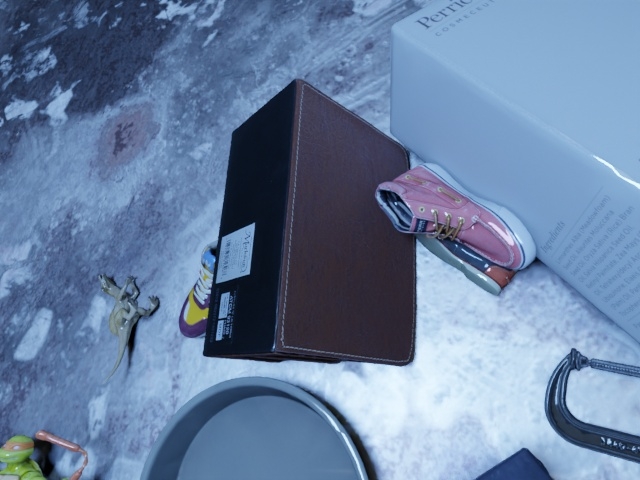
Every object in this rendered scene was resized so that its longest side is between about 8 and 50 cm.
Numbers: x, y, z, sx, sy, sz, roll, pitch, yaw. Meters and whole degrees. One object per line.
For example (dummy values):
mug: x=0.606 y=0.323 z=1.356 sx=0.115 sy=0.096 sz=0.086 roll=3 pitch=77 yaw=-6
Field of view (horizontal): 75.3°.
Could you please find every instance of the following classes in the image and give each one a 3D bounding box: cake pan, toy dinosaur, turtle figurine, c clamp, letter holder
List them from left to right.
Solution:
turtle figurine: x=-0.428 y=0.361 z=0.559 sx=0.270 sy=0.087 sz=0.217 roll=-2 pitch=77 yaw=9
toy dinosaur: x=-0.297 y=0.118 z=0.634 sx=0.093 sy=0.053 sz=0.183 roll=-39 pitch=54 yaw=19
cake pan: x=-0.076 y=0.309 z=0.474 sx=0.294 sy=0.054 sz=0.292 roll=-6 pitch=69 yaw=17
letter holder: x=0.000 y=0.000 z=0.527 sx=0.152 sy=0.215 sz=0.301 roll=-19 pitch=61 yaw=47
c clamp: x=0.314 y=0.150 z=0.412 sx=0.161 sy=0.022 sz=0.137 roll=0 pitch=79 yaw=25

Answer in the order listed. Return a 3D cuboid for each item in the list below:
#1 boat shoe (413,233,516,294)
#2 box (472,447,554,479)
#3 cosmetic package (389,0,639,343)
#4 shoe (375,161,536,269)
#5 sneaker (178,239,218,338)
boat shoe: x=0.170 y=0.009 z=0.505 sx=0.137 sy=0.049 sz=0.043 roll=39 pitch=83 yaw=24
box: x=0.168 y=0.304 z=0.317 sx=0.153 sy=0.108 sz=0.207 roll=-28 pitch=46 yaw=-6
cosmetic package: x=0.298 y=-0.095 z=0.407 sx=0.230 sy=0.161 sz=0.453 roll=-34 pitch=60 yaw=-11
shoe: x=0.140 y=-0.020 z=0.460 sx=0.081 sy=0.063 sz=0.178 roll=-25 pitch=51 yaw=-20
sneaker: x=-0.149 y=0.050 z=0.579 sx=0.070 sy=0.084 sz=0.185 roll=30 pitch=82 yaw=26
